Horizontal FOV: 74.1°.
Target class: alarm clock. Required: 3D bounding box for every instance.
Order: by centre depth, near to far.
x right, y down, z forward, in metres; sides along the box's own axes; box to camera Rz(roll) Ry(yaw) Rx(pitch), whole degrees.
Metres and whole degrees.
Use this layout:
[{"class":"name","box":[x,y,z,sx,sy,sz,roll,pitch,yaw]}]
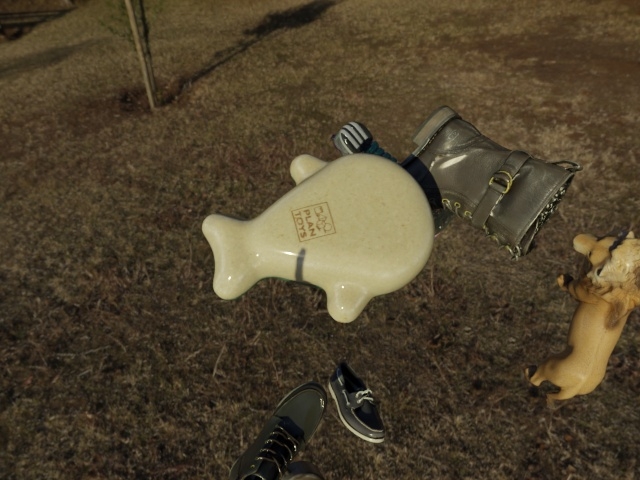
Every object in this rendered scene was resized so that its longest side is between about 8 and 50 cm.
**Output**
[{"class":"alarm clock","box":[-0.054,0.541,0.921,0.129,0.192,0.064,-28,15,-17]}]

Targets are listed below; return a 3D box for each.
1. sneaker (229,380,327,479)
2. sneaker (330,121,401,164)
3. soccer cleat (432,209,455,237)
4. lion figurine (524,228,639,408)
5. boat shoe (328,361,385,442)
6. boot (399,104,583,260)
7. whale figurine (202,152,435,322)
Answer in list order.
[{"class":"sneaker","box":[-0.060,0.336,0.690,0.083,0.118,0.222,40,78,0]},{"class":"sneaker","box":[0.113,-0.157,0.927,0.083,0.224,0.098,-42,14,-14]},{"class":"soccer cleat","box":[0.191,0.010,0.989,0.108,0.116,0.318,43,89,6]},{"class":"lion figurine","box":[0.514,0.173,0.813,0.142,0.393,0.240,10,2,14]},{"class":"boat shoe","box":[0.075,0.330,0.885,0.075,0.065,0.206,10,13,-24]},{"class":"boot","box":[0.205,-0.049,0.625,0.091,0.263,0.229,-5,42,-49]},{"class":"whale figurine","box":[0.000,0.000,0.527,0.271,0.141,0.217,-15,73,-10]}]
